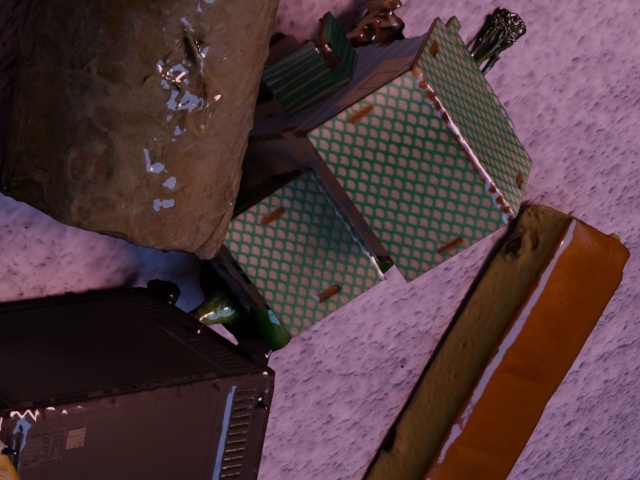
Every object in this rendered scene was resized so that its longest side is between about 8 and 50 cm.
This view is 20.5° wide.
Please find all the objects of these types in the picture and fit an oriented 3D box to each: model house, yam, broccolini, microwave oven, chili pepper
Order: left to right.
[{"bbox_3d":[-0.184,0.139,1.251,0.247,0.188,0.178,-5,117,-41],"label":"microwave oven"},{"bbox_3d":[-0.111,-0.121,1.132,0.168,0.168,0.304,-10,125,-43],"label":"yam"},{"bbox_3d":[0.000,0.000,1.414,0.270,0.099,0.136,-37,164,-30],"label":"chili pepper"},{"bbox_3d":[0.039,-0.071,1.255,0.271,0.206,0.178,-39,110,-23],"label":"model house"},{"bbox_3d":[0.123,-0.138,1.499,0.140,0.030,0.035,-50,180,3],"label":"broccolini"}]

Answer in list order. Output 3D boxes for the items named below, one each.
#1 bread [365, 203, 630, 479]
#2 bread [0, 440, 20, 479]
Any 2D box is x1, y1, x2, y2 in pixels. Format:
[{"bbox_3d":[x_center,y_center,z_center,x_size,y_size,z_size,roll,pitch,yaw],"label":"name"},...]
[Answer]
[{"bbox_3d":[0.170,0.133,1.720,0.138,0.077,0.361,15,107,-51],"label":"bread"},{"bbox_3d":[-0.323,0.111,1.012,0.270,0.315,0.211,-37,-176,2],"label":"bread"}]
